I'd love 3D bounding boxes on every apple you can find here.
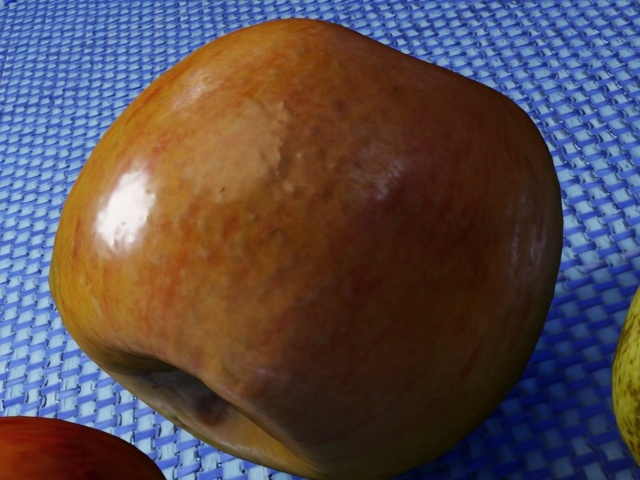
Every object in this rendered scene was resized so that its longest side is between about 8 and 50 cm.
[{"bbox_3d":[0.000,0.000,0.982,0.299,0.299,0.275,15,71,49],"label":"apple"}]

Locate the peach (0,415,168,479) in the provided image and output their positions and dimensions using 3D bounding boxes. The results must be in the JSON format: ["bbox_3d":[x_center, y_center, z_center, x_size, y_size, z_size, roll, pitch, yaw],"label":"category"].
[{"bbox_3d":[-0.172,0.211,0.761,0.281,0.238,0.281,-17,29,9],"label":"peach"}]

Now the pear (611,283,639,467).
[{"bbox_3d":[0.252,0.068,0.823,0.197,0.197,0.197,-15,26,8],"label":"pear"}]
